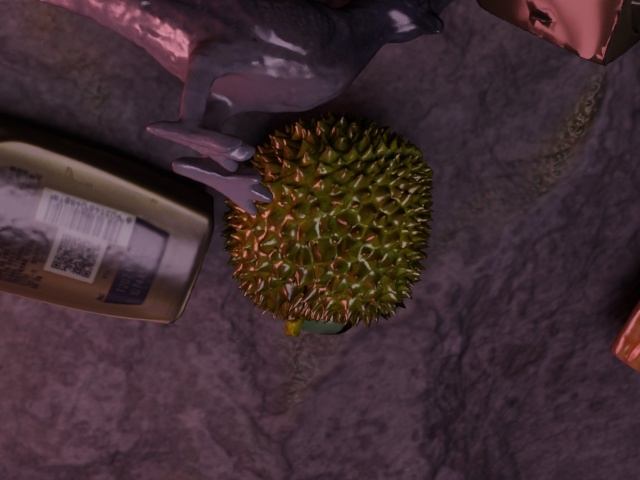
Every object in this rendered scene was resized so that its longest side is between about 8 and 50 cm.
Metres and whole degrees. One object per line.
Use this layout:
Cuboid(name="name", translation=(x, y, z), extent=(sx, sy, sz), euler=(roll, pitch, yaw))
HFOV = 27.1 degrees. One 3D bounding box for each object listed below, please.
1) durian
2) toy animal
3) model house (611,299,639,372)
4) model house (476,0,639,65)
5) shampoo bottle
Cuboid(name="durian", translation=(-0.003, -0.014, 0.976), extent=(0.146, 0.198, 0.159), euler=(8, 77, -28))
Cuboid(name="toy animal", translation=(-0.069, -0.121, 0.894), extent=(0.367, 0.206, 0.081), euler=(2, 148, -10))
Cuboid(name="model house", translation=(0.381, 0.096, 1.060), extent=(0.237, 0.237, 0.202), euler=(22, 121, -15))
Cuboid(name="model house", translation=(0.215, -0.223, 0.839), extent=(0.204, 0.243, 0.211), euler=(4, 119, -10))
Cuboid(name="shampoo bottle", translation=(-0.258, -0.032, 0.974), extent=(0.350, 0.084, 0.125), euler=(16, 114, -16))
